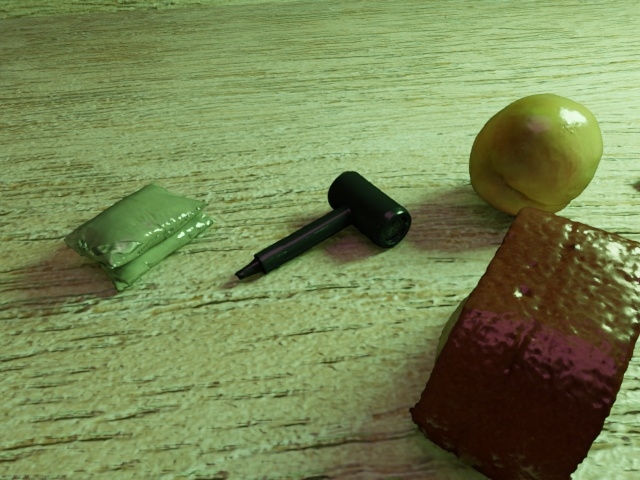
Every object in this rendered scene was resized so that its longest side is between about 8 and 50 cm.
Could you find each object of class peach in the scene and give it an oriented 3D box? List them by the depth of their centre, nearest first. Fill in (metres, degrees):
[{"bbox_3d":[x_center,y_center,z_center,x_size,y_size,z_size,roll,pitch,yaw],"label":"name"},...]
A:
[{"bbox_3d":[0.309,-0.121,0.690,0.184,0.184,0.184,-2,41,2],"label":"peach"}]

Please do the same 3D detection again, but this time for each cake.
[{"bbox_3d":[0.202,0.088,0.452,0.151,0.177,0.283,25,49,29],"label":"cake"}]

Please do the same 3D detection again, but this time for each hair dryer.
[{"bbox_3d":[0.000,0.000,0.668,0.255,0.070,0.128,-32,49,-19],"label":"hair dryer"}]

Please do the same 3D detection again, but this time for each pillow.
[{"bbox_3d":[-0.262,-0.020,0.687,0.134,0.077,0.181,24,47,29],"label":"pillow"}]
